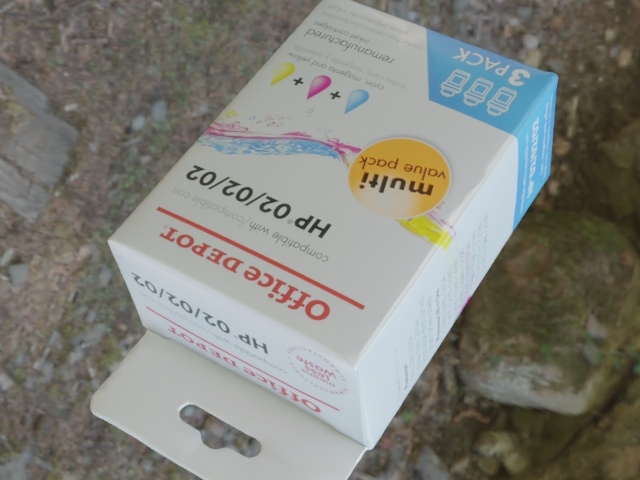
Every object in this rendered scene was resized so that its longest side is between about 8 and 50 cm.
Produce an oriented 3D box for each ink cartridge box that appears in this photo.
[{"bbox_3d":[0.000,0.000,0.391,0.181,0.104,0.062,-53,154,-27],"label":"ink cartridge box"}]
